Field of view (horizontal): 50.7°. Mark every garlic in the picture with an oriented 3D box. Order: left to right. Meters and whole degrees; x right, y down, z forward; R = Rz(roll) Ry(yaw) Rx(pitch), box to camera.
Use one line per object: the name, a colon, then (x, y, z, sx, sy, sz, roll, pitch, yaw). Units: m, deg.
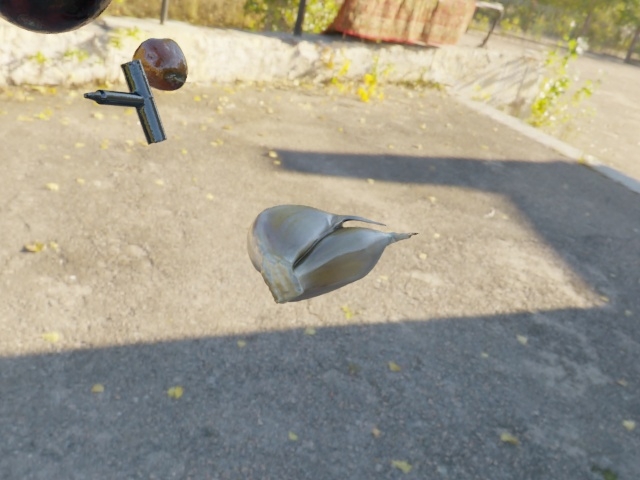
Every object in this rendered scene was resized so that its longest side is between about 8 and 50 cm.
garlic: (0.000, 0.000, 1.497, 0.340, 0.246, 0.231, -23, 81, -17)

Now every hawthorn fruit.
hawthorn fruit: (-0.427, -0.456, 1.807, 0.149, 0.149, 0.189, 1, 54, -24)

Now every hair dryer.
hair dryer: (-0.390, -0.261, 1.336, 0.050, 0.173, 0.195, -12, 16, 24)

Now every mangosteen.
mangosteen: (-0.488, -0.523, 1.214, 0.311, 0.311, 0.311, 11, 26, -6)
